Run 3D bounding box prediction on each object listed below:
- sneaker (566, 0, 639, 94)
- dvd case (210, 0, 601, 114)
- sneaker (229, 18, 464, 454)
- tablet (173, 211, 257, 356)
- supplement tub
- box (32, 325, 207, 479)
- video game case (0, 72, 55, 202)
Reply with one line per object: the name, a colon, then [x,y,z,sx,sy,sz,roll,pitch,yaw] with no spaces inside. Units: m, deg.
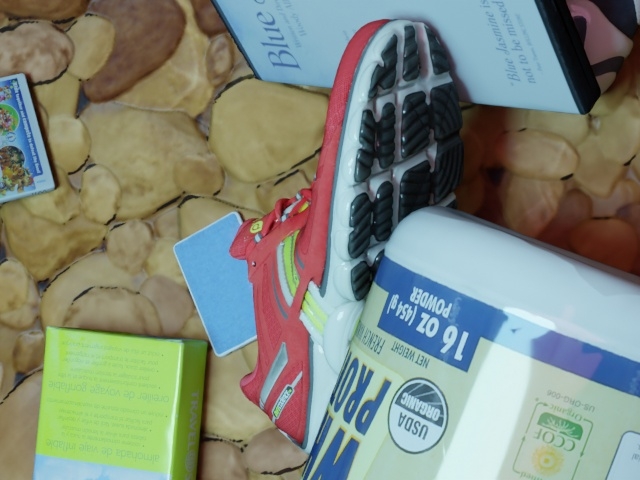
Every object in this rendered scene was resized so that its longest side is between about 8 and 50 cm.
sneaker: [0.100,-0.202,0.872,0.235,0.094,0.153,33,97,22]
dvd case: [0.021,-0.152,0.832,0.253,0.180,0.022,11,55,41]
sneaker: [0.000,0.000,0.859,0.118,0.107,0.279,26,119,32]
tablet: [-0.061,0.029,0.968,0.054,0.006,0.083,-29,74,19]
supplement tub: [0.095,0.162,0.769,0.228,0.228,0.316,22,94,23]
box: [-0.135,0.149,0.969,0.109,0.042,0.178,4,88,24]
video game case: [-0.253,-0.061,1.020,0.122,0.011,0.087,-14,78,-12]
